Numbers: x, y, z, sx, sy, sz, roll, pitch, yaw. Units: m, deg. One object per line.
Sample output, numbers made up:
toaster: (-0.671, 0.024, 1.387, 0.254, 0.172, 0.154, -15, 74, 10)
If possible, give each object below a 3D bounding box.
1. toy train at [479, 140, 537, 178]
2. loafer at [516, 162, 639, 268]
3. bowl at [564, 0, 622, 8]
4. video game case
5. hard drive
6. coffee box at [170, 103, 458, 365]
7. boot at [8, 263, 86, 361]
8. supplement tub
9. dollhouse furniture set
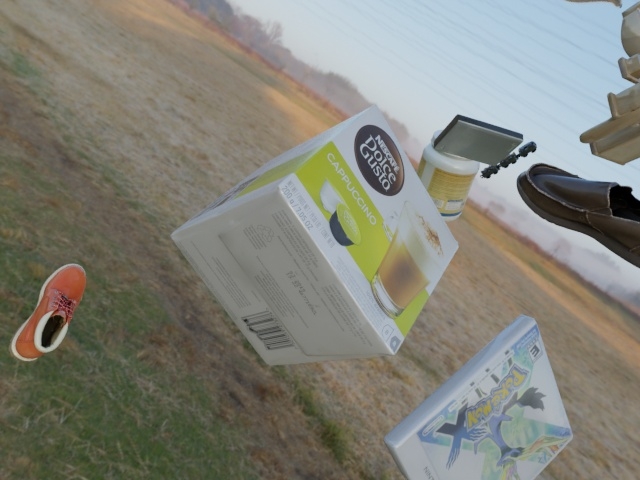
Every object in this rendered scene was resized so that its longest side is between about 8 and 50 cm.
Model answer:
toy train: (0.472, -0.203, 1.309, 0.027, 0.158, 0.036, 44, 41, -16)
loafer: (0.590, -0.083, 1.089, 0.366, 0.134, 0.130, 37, -34, 34)
bowl: (0.372, -0.490, 0.778, 0.134, 0.298, 0.298, -3, -11, 30)
video game case: (0.288, 0.338, 0.887, 0.036, 0.329, 0.300, 20, -39, 59)
hard drive: (0.296, -0.187, 0.979, 0.135, 0.022, 0.094, 13, -26, -12)
coffee box: (0.000, 0.000, 1.006, 0.337, 0.338, 0.334, 57, 47, -14)
boot: (-0.375, 0.097, 0.747, 0.059, 0.084, 0.158, 40, 48, -32)
supplement tub: (0.315, -0.163, 1.310, 0.144, 0.199, 0.144, 9, 35, -6)
dollhouse furniture set: (0.652, -0.367, 1.119, 0.303, 0.355, 0.174, 9, -22, -31)
